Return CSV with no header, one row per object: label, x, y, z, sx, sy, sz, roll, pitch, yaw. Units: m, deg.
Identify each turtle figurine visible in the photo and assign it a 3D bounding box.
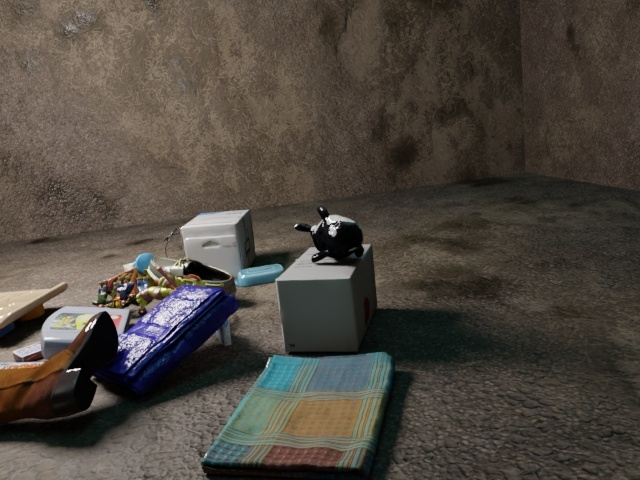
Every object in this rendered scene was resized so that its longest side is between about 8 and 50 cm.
turtle figurine,-0.389,0.137,1.559,0.217,0.087,0.269,-18,-35,28

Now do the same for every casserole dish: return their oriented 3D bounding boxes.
casserole dish,-0.195,0.113,1.917,0.188,0.037,0.114,-8,13,-13

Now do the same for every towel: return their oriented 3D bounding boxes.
towel,-0.356,0.204,1.295,0.227,0.076,0.308,6,36,42
towel,-0.017,0.292,1.022,0.271,0.040,0.370,-4,13,14

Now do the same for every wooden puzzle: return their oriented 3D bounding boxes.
wooden puzzle,-0.981,0.227,1.727,0.347,0.081,0.322,-10,12,9

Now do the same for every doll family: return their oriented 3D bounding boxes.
doll family,-0.578,0.171,1.703,0.193,0.111,0.076,-14,-25,23

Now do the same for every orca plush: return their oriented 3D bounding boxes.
orca plush,0.000,0.000,1.361,0.102,0.151,0.287,-43,28,-15

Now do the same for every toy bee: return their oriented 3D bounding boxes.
toy bee,-0.536,0.111,1.882,0.298,0.162,0.195,-41,5,-11

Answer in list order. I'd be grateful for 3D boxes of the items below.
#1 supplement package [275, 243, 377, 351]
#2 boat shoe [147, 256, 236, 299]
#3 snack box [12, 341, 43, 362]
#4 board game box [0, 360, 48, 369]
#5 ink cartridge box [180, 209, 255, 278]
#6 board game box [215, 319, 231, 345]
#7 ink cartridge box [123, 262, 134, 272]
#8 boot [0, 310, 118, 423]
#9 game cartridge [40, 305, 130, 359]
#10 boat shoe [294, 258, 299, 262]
supplement package,0.026,0.131,1.394,0.175,0.178,0.293,-3,14,15
boat shoe,-0.385,0.101,1.731,0.305,0.091,0.109,19,31,19
snack box,-0.690,0.270,1.495,0.064,0.022,0.178,7,18,42
board game box,-0.683,0.312,1.275,0.201,0.035,0.136,-4,13,9
ink cartridge box,-0.359,0.012,2.073,0.198,0.197,0.270,-4,13,5
board game box,-0.243,0.201,1.419,0.020,0.090,0.090,-8,13,-23
ink cartridge box,-0.584,0.100,2.135,0.235,0.056,0.171,-16,16,-32
boot,-0.569,0.265,1.171,0.280,0.096,0.264,-13,41,10
game cartridge,-0.594,0.229,1.467,0.196,0.060,0.294,0,10,-14
boat shoe,-0.027,0.101,1.743,0.096,0.098,0.277,-8,11,-1
